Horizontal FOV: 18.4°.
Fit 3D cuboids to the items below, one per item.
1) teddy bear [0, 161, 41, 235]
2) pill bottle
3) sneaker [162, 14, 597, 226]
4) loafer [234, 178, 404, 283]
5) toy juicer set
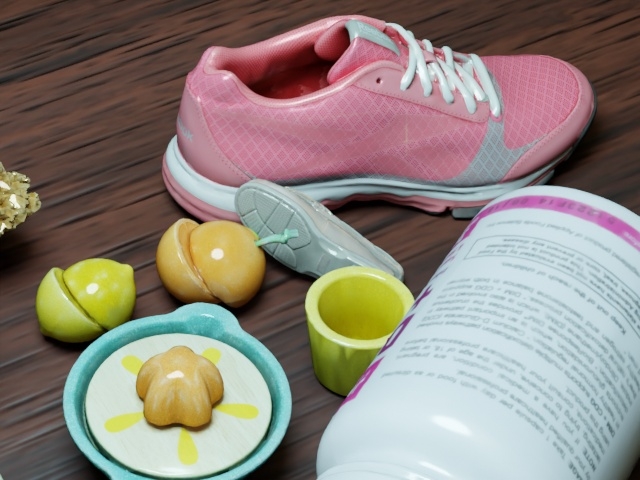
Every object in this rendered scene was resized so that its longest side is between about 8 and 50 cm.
[{"bbox_3d":[-0.322,0.018,1.179,0.338,0.113,0.245,-36,21,-26],"label":"teddy bear"},{"bbox_3d":[0.097,0.111,1.129,0.160,0.160,0.283,23,48,17],"label":"pill bottle"},{"bbox_3d":[0.050,-0.092,1.339,0.313,0.136,0.116,-10,49,-15],"label":"sneaker"},{"bbox_3d":[0.000,0.000,1.303,0.125,0.045,0.039,37,36,4],"label":"loafer"},{"bbox_3d":[-0.114,0.082,1.186,0.209,0.089,0.329,34,52,25],"label":"toy juicer set"}]
